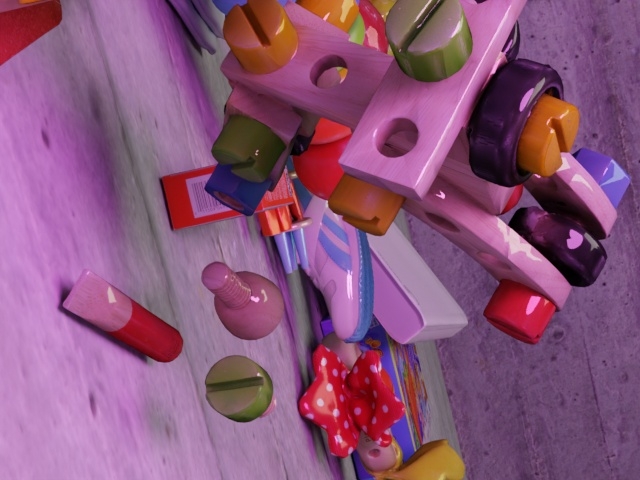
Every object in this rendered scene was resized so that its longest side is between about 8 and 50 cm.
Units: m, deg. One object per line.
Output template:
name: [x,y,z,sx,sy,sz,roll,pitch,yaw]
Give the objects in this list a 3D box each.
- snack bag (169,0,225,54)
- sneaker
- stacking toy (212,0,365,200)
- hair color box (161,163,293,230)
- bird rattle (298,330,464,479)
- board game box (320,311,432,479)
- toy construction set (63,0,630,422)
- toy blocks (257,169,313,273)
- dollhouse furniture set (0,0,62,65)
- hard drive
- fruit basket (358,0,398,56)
snack bag: [-0.150,-0.366,0.961,0.342,0.037,0.323,53,27,-70]
sneaker: [0.000,0.000,1.221,0.087,0.092,0.229,51,26,-74]
stacking toy: [-0.013,-0.163,0.995,0.141,0.141,0.330,-93,168,-49]
hair color box: [-0.068,-0.039,0.900,0.141,0.071,0.043,-24,102,-82]
bird rattle: [0.038,0.188,1.272,0.253,0.143,0.207,55,9,-36]
board game box: [0.083,0.180,1.565,0.347,0.078,0.233,-46,123,-80]
toy construction set: [0.000,-0.044,0.606,0.257,0.309,0.237,52,0,22]
toy blocks: [-0.043,-0.036,1.123,0.123,0.054,0.148,-56,133,-80]
dollhouse furniture set: [-0.070,-0.231,0.647,0.374,0.201,0.152,-73,150,-64]
hard drive: [0.081,0.026,1.482,0.233,0.047,0.353,53,10,12]
fruit basket: [0.035,-0.311,1.572,0.327,0.165,0.353,75,31,-42]
